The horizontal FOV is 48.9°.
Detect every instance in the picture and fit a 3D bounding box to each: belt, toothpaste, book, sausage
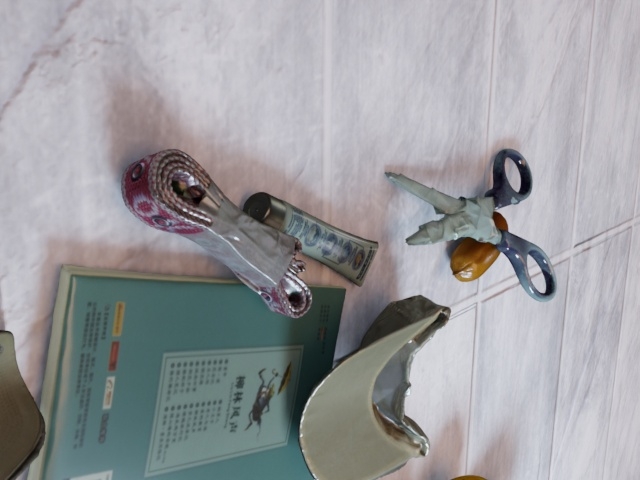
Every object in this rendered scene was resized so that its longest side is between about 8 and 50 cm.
[{"bbox_3d":[-0.085,-0.005,0.664,0.232,0.053,0.071,43,49,-40],"label":"belt"},{"bbox_3d":[0.000,0.000,0.801,0.239,0.039,0.062,26,83,-52],"label":"toothpaste"},{"bbox_3d":[-0.111,0.166,0.715,0.379,0.031,0.264,10,92,-51],"label":"book"},{"bbox_3d":[0.253,0.010,1.098,0.183,0.054,0.062,-37,132,-43],"label":"sausage"}]

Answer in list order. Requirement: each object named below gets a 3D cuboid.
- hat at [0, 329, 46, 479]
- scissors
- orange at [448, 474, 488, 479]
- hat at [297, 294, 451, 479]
[{"bbox_3d":[-0.277,0.138,0.491,0.175,0.085,0.147,-38,119,-67],"label":"hat"},{"bbox_3d":[0.227,-0.037,1.028,0.383,0.029,0.256,5,71,-44],"label":"scissors"},{"bbox_3d":[0.231,0.449,1.113,0.134,0.154,0.155,17,85,-21],"label":"orange"},{"bbox_3d":[0.057,0.171,0.873,0.244,0.149,0.214,-3,109,-29],"label":"hat"}]
